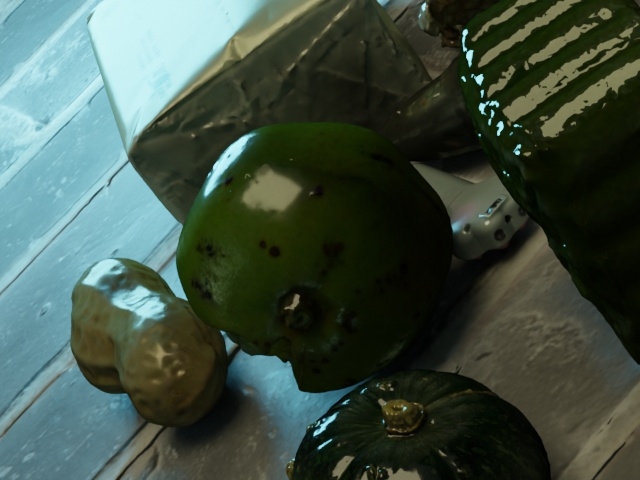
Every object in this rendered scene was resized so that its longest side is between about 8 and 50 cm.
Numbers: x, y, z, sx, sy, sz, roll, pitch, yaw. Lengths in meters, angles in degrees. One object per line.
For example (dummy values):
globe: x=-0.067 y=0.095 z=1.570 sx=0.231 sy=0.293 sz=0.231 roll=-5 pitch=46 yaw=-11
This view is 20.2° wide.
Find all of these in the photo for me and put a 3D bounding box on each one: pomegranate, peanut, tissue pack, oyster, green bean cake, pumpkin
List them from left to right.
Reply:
peanut: x=-0.170 y=0.099 z=1.715 sx=0.125 sy=0.111 sz=0.274 roll=-48 pitch=29 yaw=-5
tissue pack: x=-0.068 y=-0.186 z=1.892 sx=0.297 sy=0.207 sz=0.380 roll=-36 pitch=29 yaw=4
pomegranate: x=0.000 y=0.000 z=1.564 sx=0.236 sy=0.236 sz=0.302 roll=-33 pitch=9 yaw=12
pumpkin: x=0.070 y=0.174 z=1.292 sx=0.190 sy=0.146 sz=0.190 roll=-27 pitch=18 yaw=10
oyster: x=0.194 y=-0.276 z=1.779 sx=0.204 sy=0.111 sz=0.396 roll=-22 pitch=13 yaw=10
green bean cake: x=0.219 y=-0.059 z=1.338 sx=0.156 sy=0.250 sz=0.247 roll=-35 pitch=30 yaw=8

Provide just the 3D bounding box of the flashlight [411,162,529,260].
flashlight: x=0.118 y=-0.029 z=1.628 sx=0.093 sy=0.047 sz=0.200 roll=-47 pitch=27 yaw=-14

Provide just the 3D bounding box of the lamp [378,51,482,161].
lamp: x=0.156 y=-0.139 z=1.680 sx=0.250 sy=0.101 sz=0.101 roll=-27 pitch=31 yaw=28
